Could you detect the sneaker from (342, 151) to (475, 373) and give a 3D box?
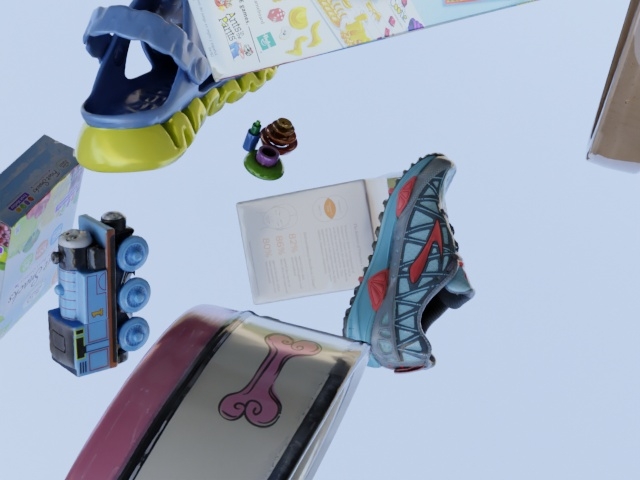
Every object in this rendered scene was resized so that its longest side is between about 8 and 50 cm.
[{"bbox_3d":[0.121,0.030,1.699,0.125,0.104,0.261,15,-104,18],"label":"sneaker"}]

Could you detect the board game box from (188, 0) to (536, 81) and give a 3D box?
[{"bbox_3d":[0.042,-0.232,1.078,0.275,0.144,0.142,-12,-156,10],"label":"board game box"}]

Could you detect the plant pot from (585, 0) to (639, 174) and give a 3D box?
[{"bbox_3d":[0.221,-0.138,0.775,0.110,0.237,0.237,18,-144,8],"label":"plant pot"}]

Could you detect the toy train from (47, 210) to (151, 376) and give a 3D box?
[{"bbox_3d":[-0.248,0.059,1.680,0.105,0.184,0.080,-15,-153,-37],"label":"toy train"}]

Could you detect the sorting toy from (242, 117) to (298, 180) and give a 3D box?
[{"bbox_3d":[-0.060,-0.118,1.811,0.061,0.042,0.102,23,-142,1],"label":"sorting toy"}]

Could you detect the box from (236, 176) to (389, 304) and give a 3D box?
[{"bbox_3d":[0.000,0.000,1.842,0.091,0.170,0.130,-12,-87,-70],"label":"box"}]

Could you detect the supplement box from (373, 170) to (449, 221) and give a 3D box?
[{"bbox_3d":[0.118,-0.049,2.020,0.056,0.083,0.083,-21,-76,-50],"label":"supplement box"}]

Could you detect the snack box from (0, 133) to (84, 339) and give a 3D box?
[{"bbox_3d":[-0.366,0.002,1.834,0.070,0.207,0.174,27,-139,8],"label":"snack box"}]

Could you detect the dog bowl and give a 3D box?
[{"bbox_3d":[-0.116,0.232,1.257,0.150,0.408,0.408,28,-143,6],"label":"dog bowl"}]

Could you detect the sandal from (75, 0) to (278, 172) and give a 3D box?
[{"bbox_3d":[-0.123,-0.186,1.380,0.126,0.138,0.317,5,-148,19],"label":"sandal"}]
